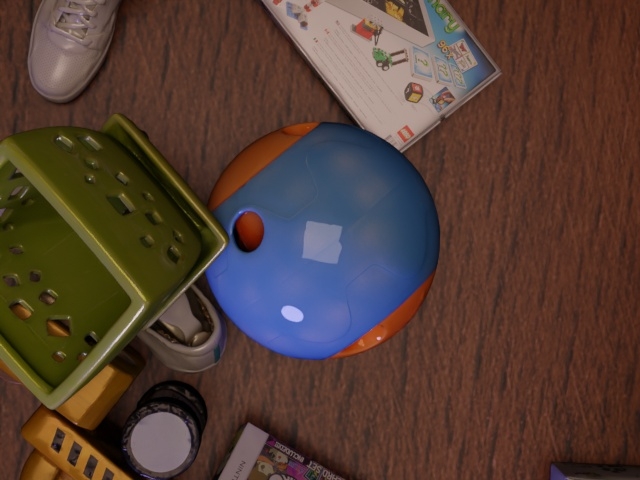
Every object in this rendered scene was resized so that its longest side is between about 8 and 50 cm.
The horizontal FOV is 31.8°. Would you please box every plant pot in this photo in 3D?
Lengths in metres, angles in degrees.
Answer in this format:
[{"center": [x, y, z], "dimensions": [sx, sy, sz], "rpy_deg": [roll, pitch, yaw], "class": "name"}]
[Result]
[{"center": [-0.250, 0.007, 1.222], "dimensions": [0.227, 0.207, 0.228], "rpy_deg": [49, 127, 4], "class": "plant pot"}]

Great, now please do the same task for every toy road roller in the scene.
[{"center": [-0.307, 0.228, 1.378], "dimensions": [0.329, 0.202, 0.240], "rpy_deg": [40, 88, -3], "class": "toy road roller"}]

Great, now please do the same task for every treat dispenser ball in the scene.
[{"center": [0.000, 0.000, 1.352], "dimensions": [0.288, 0.288, 0.288], "rpy_deg": [0, 90, -3], "class": "treat dispenser ball"}]

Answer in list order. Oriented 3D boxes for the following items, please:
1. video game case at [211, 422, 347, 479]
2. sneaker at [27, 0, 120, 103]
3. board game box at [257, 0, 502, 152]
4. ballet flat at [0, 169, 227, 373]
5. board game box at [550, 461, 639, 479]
[{"center": [-0.046, 0.375, 1.404], "dimensions": [0.232, 0.042, 0.210], "rpy_deg": [33, 63, -7], "class": "video game case"}, {"center": [-0.298, -0.317, 1.399], "dimensions": [0.108, 0.169, 0.292], "rpy_deg": [23, 90, -5], "class": "sneaker"}, {"center": [0.069, -0.278, 1.474], "dimensions": [0.193, 0.053, 0.305], "rpy_deg": [-38, 92, -2], "class": "board game box"}, {"center": [-0.267, 0.010, 1.414], "dimensions": [0.400, 0.139, 0.139], "rpy_deg": [43, 88, -2], "class": "ballet flat"}, {"center": [0.456, 0.416, 1.472], "dimensions": [0.303, 0.097, 0.224], "rpy_deg": [3, 91, -2], "class": "board game box"}]
